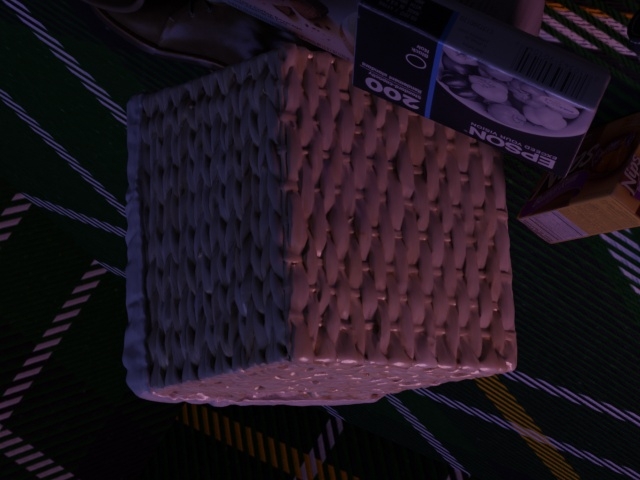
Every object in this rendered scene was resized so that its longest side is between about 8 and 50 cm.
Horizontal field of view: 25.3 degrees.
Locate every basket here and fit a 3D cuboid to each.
[{"bbox_3d":[0.000,0.000,1.472,0.328,0.331,0.266,7,168,-38],"label":"basket"}]

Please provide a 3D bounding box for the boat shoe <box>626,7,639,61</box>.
[{"bbox_3d":[0.311,-0.189,0.990,0.092,0.103,0.285,43,158,-19],"label":"boat shoe"}]

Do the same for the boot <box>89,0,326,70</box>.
[{"bbox_3d":[-0.127,-0.260,1.629,0.305,0.112,0.115,25,143,12],"label":"boot"}]

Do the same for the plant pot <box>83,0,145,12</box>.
[{"bbox_3d":[-0.259,-0.358,1.516,0.237,0.109,0.237,30,165,9],"label":"plant pot"}]

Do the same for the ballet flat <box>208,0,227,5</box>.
[{"bbox_3d":[-0.082,-0.278,1.478,0.232,0.073,0.080,9,120,48],"label":"ballet flat"}]

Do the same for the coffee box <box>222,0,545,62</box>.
[{"bbox_3d":[0.045,-0.243,1.273,0.297,0.119,0.168,27,164,12],"label":"coffee box"}]

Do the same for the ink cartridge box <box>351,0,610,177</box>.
[{"bbox_3d":[0.125,-0.125,1.193,0.206,0.045,0.208,25,165,9],"label":"ink cartridge box"}]

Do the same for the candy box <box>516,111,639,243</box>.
[{"bbox_3d":[0.278,-0.062,1.406,0.053,0.109,0.187,36,164,-14],"label":"candy box"}]
